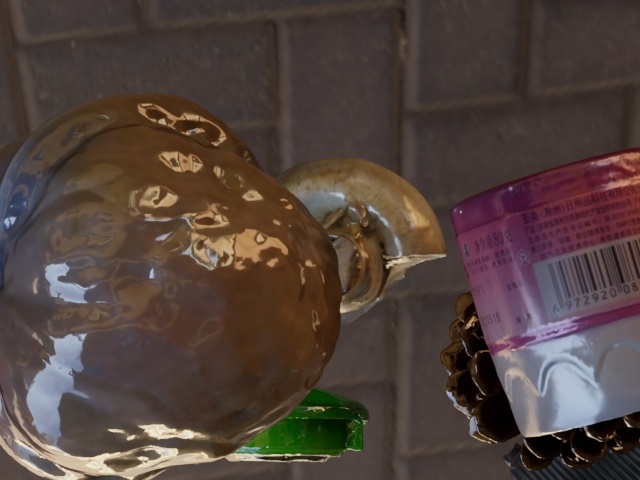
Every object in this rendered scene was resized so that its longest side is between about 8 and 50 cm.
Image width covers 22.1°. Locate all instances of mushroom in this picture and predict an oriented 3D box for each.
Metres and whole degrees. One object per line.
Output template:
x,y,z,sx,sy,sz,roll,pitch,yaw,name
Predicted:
0.000,0.000,1.897,0.254,0.189,0.195,-35,169,8,mushroom

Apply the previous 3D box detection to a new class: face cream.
0.209,0.041,1.287,0.175,0.194,0.175,-15,175,-1,face cream

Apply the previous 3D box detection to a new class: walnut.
-0.112,0.034,1.012,0.248,0.248,0.248,-9,132,-10,walnut

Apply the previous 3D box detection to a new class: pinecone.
0.268,0.114,1.684,0.246,0.246,0.292,11,165,-25,pinecone

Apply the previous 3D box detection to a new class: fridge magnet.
-0.049,0.203,1.815,0.208,0.088,0.208,1,171,0,fridge magnet

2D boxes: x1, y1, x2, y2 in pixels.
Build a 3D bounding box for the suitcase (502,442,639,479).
0.350,0.271,1.843,0.128,0.312,0.202,40,92,-26,suitcase
